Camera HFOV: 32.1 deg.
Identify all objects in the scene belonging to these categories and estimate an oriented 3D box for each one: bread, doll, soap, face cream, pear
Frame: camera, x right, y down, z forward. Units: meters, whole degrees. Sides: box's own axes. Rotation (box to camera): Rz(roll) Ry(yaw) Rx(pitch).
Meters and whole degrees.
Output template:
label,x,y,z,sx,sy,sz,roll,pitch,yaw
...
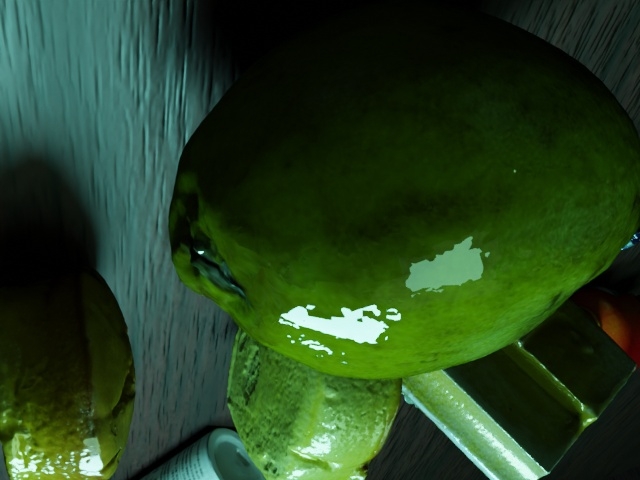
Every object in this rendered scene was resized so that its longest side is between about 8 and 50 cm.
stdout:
label,x,y,z,sx,sy,sz,roll,pitch,yaw
bread,-0.257,0.131,1.111,0.142,0.270,0.195,-8,107,-13
doll,0.468,0.164,1.904,0.182,0.160,0.363,-34,154,35
soap,0.235,0.152,1.457,0.259,0.281,0.143,-41,171,-37
face cream,-0.265,0.458,1.825,0.369,0.145,0.145,-37,152,22
pear,0.074,-0.045,0.977,0.413,0.352,0.352,-6,149,-22
bread,-0.008,0.175,1.391,0.148,0.270,0.270,4,143,-32

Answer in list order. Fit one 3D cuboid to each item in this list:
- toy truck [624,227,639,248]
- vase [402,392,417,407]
label,x,y,z,sx,sy,sz,roll,pitch,yaw
toy truck,0.461,-0.014,1.695,0.073,0.056,0.090,-28,168,15
vase,0.196,0.203,1.839,0.148,0.081,0.081,-40,151,21
